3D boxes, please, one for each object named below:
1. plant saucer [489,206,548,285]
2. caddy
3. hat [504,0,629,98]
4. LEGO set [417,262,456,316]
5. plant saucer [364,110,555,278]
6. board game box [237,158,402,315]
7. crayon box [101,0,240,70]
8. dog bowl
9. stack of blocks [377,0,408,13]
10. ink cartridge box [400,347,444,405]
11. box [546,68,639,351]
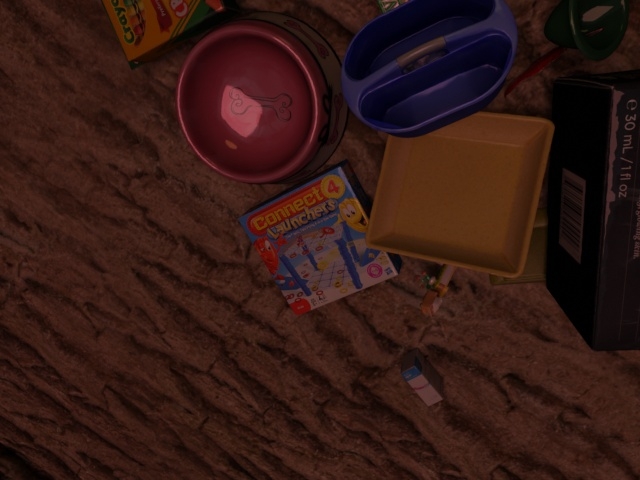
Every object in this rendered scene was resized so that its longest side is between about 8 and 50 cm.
[{"bbox_3d":[0.489,0.023,1.176,0.188,0.045,0.188,-7,109,17],"label":"plant saucer"},{"bbox_3d":[0.211,-0.347,0.994,0.342,0.179,0.241,-22,82,19],"label":"caddy"},{"bbox_3d":[0.475,-0.430,1.015,0.208,0.184,0.173,-41,113,-19],"label":"hat"},{"bbox_3d":[0.284,0.029,1.184,0.107,0.132,0.287,30,93,7],"label":"LEGO set"},{"bbox_3d":[0.295,-0.110,1.089,0.333,0.081,0.332,12,87,20],"label":"plant saucer"},{"bbox_3d":[0.000,0.000,1.271,0.308,0.086,0.301,-25,103,22],"label":"board game box"},{"bbox_3d":[-0.357,-0.526,1.093,0.319,0.081,0.202,-18,100,23],"label":"crayon box"},{"bbox_3d":[-0.147,-0.310,1.155,0.408,0.150,0.407,5,111,13],"label":"dog bowl"},{"bbox_3d":[0.111,-0.601,1.007,0.171,0.087,0.297,-23,103,21],"label":"stack of blocks"},{"bbox_3d":[0.273,0.364,1.340,0.052,0.088,0.122,-38,98,24],"label":"ink cartridge box"},{"bbox_3d":[0.707,-0.077,0.924,0.472,0.297,0.479,-5,109,8],"label":"box"}]
